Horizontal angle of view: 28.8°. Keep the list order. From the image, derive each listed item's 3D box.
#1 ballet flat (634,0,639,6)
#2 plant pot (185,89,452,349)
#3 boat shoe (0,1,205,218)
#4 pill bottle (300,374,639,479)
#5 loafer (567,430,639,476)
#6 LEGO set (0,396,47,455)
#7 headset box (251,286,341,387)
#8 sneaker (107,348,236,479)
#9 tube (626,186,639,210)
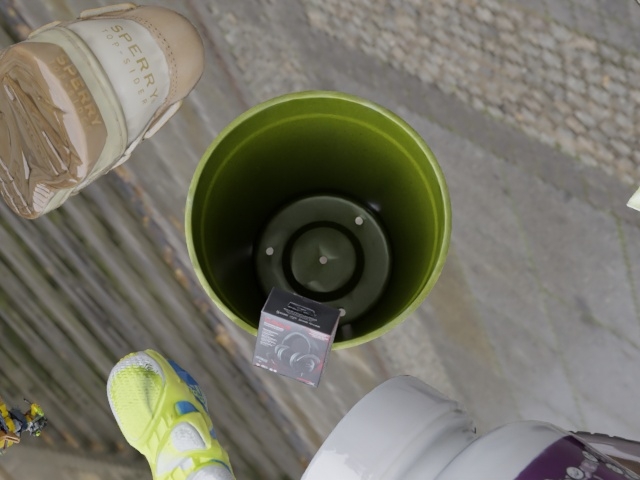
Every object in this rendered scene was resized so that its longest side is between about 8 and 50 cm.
[{"bbox_3d":[0.485,-0.448,1.664,0.164,0.182,0.482,-2,138,8],"label":"ballet flat"},{"bbox_3d":[0.000,0.000,1.876,0.366,0.366,0.353,45,173,8],"label":"plant pot"},{"bbox_3d":[-0.175,-0.092,0.875,0.341,0.110,0.121,3,122,63],"label":"boat shoe"},{"bbox_3d":[0.132,0.200,0.647,0.302,0.169,0.169,32,160,26],"label":"pill bottle"},{"bbox_3d":[0.324,0.277,1.260,0.366,0.130,0.134,-8,142,38],"label":"loafer"},{"bbox_3d":[-0.369,0.190,1.272,0.255,0.192,0.331,30,130,25],"label":"LEGO set"},{"bbox_3d":[-0.020,0.080,1.051,0.062,0.032,0.083,20,138,5],"label":"headset box"},{"bbox_3d":[-0.122,0.214,1.222,0.126,0.091,0.240,-16,-95,-79],"label":"sneaker"},{"bbox_3d":[0.481,-0.126,1.547,0.062,0.240,0.070,34,177,-5],"label":"tube"}]
